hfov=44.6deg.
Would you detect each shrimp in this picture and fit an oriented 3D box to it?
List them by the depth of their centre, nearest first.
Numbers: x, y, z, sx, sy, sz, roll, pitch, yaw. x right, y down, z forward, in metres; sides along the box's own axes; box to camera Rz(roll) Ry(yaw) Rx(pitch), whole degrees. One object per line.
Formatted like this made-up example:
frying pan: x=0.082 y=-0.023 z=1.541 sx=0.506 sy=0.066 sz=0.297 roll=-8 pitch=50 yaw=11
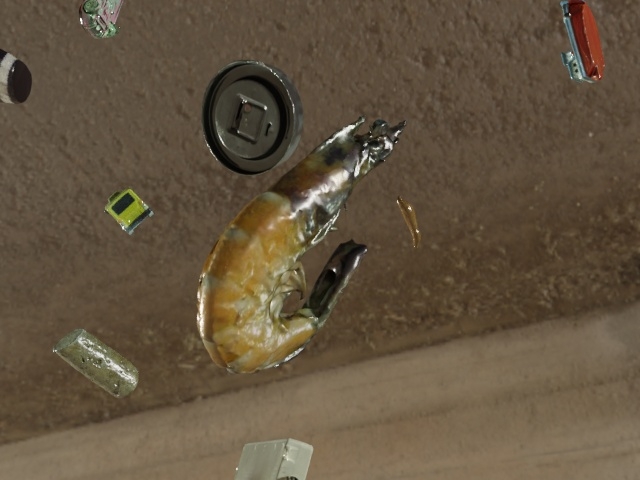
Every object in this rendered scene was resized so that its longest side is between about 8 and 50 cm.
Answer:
shrimp: x=0.000 y=0.000 z=1.075 sx=0.085 sy=0.445 sz=0.272 roll=20 pitch=151 yaw=36

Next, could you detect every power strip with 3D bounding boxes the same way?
power strip: x=-0.080 y=0.353 z=1.158 sx=0.043 sy=0.106 sz=0.367 roll=19 pitch=161 yaw=-10

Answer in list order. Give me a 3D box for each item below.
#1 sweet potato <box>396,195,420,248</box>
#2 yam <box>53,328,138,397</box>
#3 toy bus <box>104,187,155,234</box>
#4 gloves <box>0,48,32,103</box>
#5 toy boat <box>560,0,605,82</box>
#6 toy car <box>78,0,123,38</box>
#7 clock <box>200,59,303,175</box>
sweet potato: x=0.171 y=-0.035 z=1.468 sx=0.026 sy=0.026 sz=0.115 roll=-16 pitch=113 yaw=19
yam: x=-0.449 y=0.246 z=1.578 sx=0.078 sy=0.078 sz=0.179 roll=-29 pitch=120 yaw=32
toy bus: x=-0.486 y=-0.078 z=1.965 sx=0.101 sy=0.088 sz=0.175 roll=47 pitch=170 yaw=-15
gloves: x=-0.658 y=-0.320 z=1.436 sx=0.218 sy=0.140 sz=0.131 roll=9 pitch=111 yaw=-1
toy boat: x=0.476 y=-0.367 z=1.438 sx=0.069 sy=0.173 sz=0.058 roll=1 pitch=166 yaw=-44
toy car: x=-0.352 y=-0.396 z=1.266 sx=0.055 sy=0.142 sz=0.069 roll=7 pitch=159 yaw=17
clock: x=-0.166 y=-0.299 z=1.900 sx=0.280 sy=0.281 sz=0.055 roll=-28 pitch=176 yaw=31
